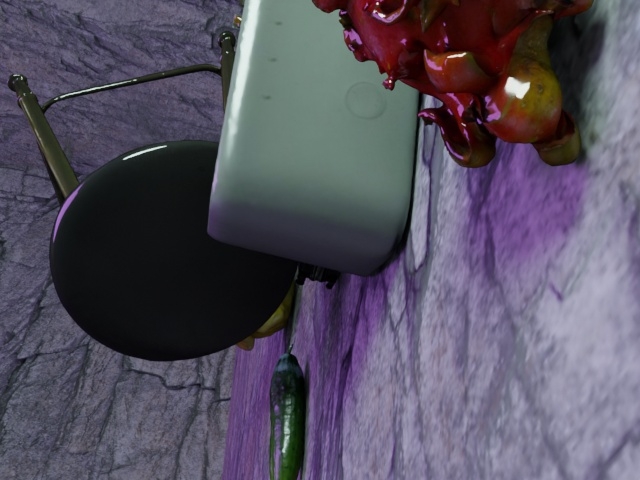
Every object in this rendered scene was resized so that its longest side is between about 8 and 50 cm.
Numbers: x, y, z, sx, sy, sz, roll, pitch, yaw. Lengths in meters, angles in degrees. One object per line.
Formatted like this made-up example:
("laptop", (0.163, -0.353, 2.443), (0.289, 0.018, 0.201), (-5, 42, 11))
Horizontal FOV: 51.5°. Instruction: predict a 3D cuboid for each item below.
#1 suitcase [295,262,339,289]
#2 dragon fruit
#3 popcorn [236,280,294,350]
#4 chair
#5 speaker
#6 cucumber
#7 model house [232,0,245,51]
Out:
("suitcase", (0.000, 0.000, 0.921), (0.126, 0.059, 0.086), (-96, 19, -58))
("dragon fruit", (0.079, -0.125, 0.367), (0.150, 0.133, 0.208), (32, -150, -62))
("popcorn", (-0.156, 0.080, 1.326), (0.215, 0.252, 0.286), (-38, 39, 5))
("chair", (-0.231, -0.061, 0.975), (0.410, 0.364, 0.362), (-126, 24, -58))
("speaker", (-0.002, -0.178, 0.720), (0.183, 0.184, 0.407), (127, 151, -70))
("cucumber", (-0.049, 0.255, 0.981), (0.056, 0.055, 0.250), (109, 164, -47))
("model house", (-0.099, -0.519, 1.585), (0.198, 0.215, 0.224), (113, 164, -45))
